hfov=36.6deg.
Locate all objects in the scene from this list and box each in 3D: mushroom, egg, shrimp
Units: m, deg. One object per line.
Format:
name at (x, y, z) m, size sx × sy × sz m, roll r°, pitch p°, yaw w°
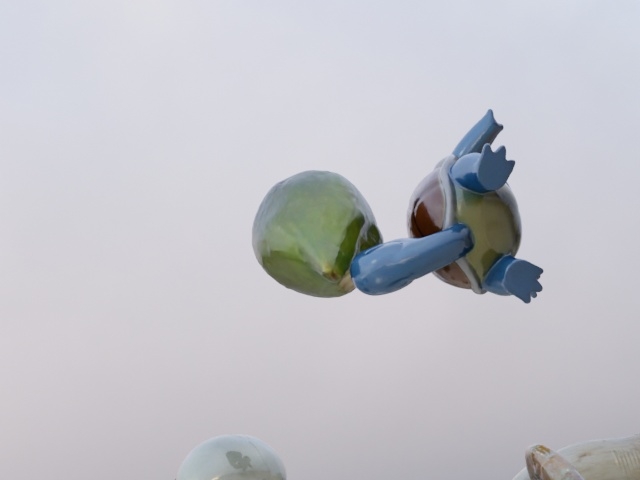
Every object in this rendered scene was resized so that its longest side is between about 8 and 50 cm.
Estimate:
mushroom at (0.448, 0.396, 1.613) m, size 0.351 × 0.123 × 0.095 m, roll -19°, pitch -31°, yaw -9°
egg at (-0.137, 0.383, 1.537) m, size 0.151 × 0.151 × 0.209 m, roll -35°, pitch -19°, yaw 27°
shrimp at (0.301, 0.333, 1.131) m, size 0.046 × 0.219 × 0.152 m, roll -21°, pitch -65°, yaw -14°

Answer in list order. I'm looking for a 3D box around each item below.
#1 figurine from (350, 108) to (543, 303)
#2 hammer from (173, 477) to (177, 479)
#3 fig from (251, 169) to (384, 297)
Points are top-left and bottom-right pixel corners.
figurine at (0.222, -0.016, 1.433) m, size 0.243 × 0.298 × 0.416 m, roll -21°, pitch 7°, yaw 32°
hammer at (-0.234, 0.481, 2.063) m, size 0.195 × 0.060 × 0.028 m, roll -38°, pitch -22°, yaw -38°
fig at (0.000, 0.000, 1.444) m, size 0.206 × 0.206 × 0.275 m, roll -20°, pitch 11°, yaw 1°
